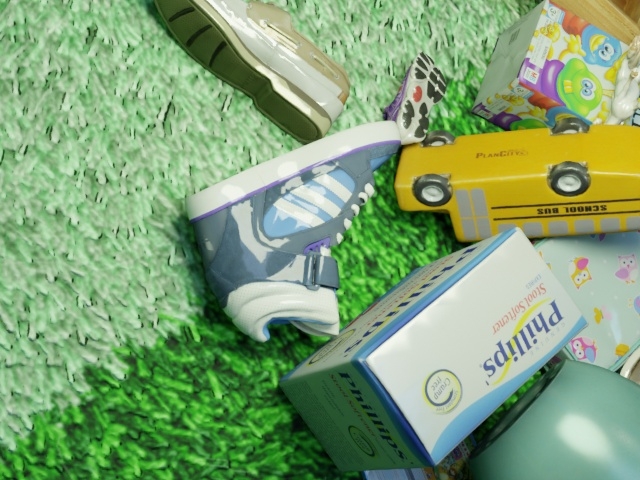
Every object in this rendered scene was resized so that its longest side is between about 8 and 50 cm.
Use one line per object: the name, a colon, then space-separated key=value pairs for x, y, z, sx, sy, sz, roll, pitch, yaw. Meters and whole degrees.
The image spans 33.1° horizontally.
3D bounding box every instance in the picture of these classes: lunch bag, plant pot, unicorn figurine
lunch bag: x=0.385 y=0.065 z=1.519 sx=0.279 sy=0.108 sz=0.224 roll=-37 pitch=93 yaw=-24
plant pot: x=0.331 y=0.295 z=1.358 sx=0.235 sy=0.293 sz=0.293 roll=43 pitch=66 yaw=8
unicorn figurine: x=0.407 y=-0.197 z=1.445 sx=0.060 sy=0.111 sz=0.162 roll=34 pitch=57 yaw=8

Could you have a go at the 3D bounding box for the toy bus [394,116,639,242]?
toy bus: x=0.274 y=-0.077 z=1.441 sx=0.332 sy=0.130 sz=0.108 roll=-4 pitch=43 yaw=18

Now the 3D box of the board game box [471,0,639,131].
board game box: x=0.386 y=-0.202 z=1.562 sx=0.275 sy=0.144 sz=0.142 roll=26 pitch=71 yaw=-12

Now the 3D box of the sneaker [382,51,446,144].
sneaker: x=0.121 y=-0.198 z=1.510 sx=0.068 sy=0.071 sz=0.170 roll=46 pitch=50 yaw=-24

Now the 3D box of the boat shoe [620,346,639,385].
boat shoe: x=0.548 y=0.192 z=1.508 sx=0.324 sy=0.096 sz=0.117 roll=-2 pitch=105 yaw=-36

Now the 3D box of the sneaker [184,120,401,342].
sneaker: x=0.000 y=0.000 z=1.387 sx=0.322 sy=0.130 sz=0.236 roll=-24 pitch=92 yaw=-26

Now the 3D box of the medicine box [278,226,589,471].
medicine box: x=0.126 y=0.139 z=1.304 sx=0.263 sy=0.289 sz=0.149 roll=-37 pitch=92 yaw=-24

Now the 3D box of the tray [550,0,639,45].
tray: x=0.323 y=-0.467 z=1.606 sx=0.411 sy=0.076 sz=0.203 roll=41 pitch=42 yaw=-8

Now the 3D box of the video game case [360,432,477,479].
video game case: x=0.142 y=0.315 z=1.417 sx=0.166 sy=0.015 sz=0.119 roll=-19 pitch=84 yaw=-23

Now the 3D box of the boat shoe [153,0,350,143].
boat shoe: x=-0.089 y=-0.262 z=1.425 sx=0.302 sy=0.113 sz=0.103 roll=42 pitch=65 yaw=-18
